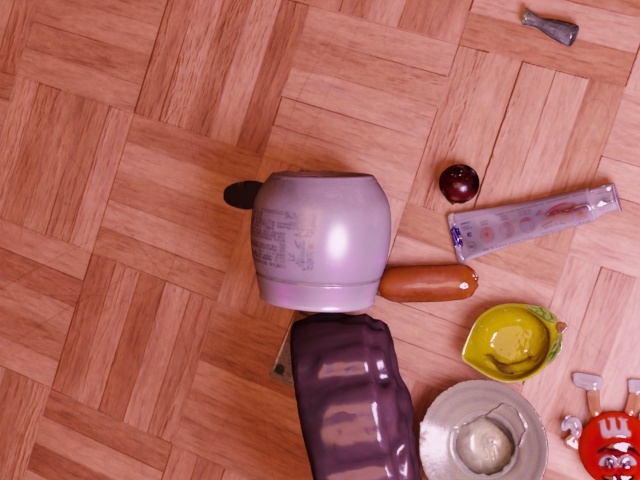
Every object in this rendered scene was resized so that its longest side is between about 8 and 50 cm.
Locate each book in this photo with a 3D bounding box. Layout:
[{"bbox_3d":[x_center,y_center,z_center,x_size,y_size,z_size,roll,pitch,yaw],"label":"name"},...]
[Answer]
[{"bbox_3d":[-0.028,0.231,1.919,0.118,0.012,0.172,24,96,17],"label":"book"}]

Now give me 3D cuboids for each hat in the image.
[{"bbox_3d":[0.317,0.391,1.746,0.252,0.110,0.252,-3,82,23],"label":"hat"}]

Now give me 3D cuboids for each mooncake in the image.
[{"bbox_3d":[0.066,0.328,1.702,0.212,0.350,0.381,-11,109,8],"label":"mooncake"}]

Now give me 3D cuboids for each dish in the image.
[{"bbox_3d":[0.374,0.192,1.748,0.207,0.080,0.149,-17,79,19],"label":"dish"}]

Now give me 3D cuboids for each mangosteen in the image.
[{"bbox_3d":[0.273,-0.109,1.794,0.081,0.081,0.081,0,89,19],"label":"mangosteen"}]

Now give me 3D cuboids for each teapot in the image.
[{"bbox_3d":[0.438,-0.412,1.763,0.110,0.043,0.043,29,98,21],"label":"teapot"}]

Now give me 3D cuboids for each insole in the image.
[{"bbox_3d":[-0.122,-0.095,1.962,0.188,0.004,0.064,5,91,19],"label":"insole"}]

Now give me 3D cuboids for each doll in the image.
[{"bbox_3d":[0.535,0.359,1.688,0.183,0.085,0.217,4,81,18],"label":"doll"}]

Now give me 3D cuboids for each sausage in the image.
[{"bbox_3d":[0.214,0.085,1.808,0.197,0.076,0.076,-2,88,17],"label":"sausage"}]

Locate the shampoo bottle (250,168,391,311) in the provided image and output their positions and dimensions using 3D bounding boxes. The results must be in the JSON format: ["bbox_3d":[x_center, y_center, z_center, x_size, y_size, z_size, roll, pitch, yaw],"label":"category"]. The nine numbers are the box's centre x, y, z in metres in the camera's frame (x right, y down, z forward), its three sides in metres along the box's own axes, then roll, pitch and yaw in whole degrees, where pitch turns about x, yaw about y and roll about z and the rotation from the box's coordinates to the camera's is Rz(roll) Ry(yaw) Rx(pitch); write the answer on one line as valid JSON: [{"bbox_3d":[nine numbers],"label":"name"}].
[{"bbox_3d":[0.000,0.000,1.779,0.273,0.273,0.266,6,100,19],"label":"shampoo bottle"}]

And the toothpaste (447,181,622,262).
[{"bbox_3d":[0.405,-0.041,1.754,0.323,0.066,0.100,-15,89,23],"label":"toothpaste"}]
